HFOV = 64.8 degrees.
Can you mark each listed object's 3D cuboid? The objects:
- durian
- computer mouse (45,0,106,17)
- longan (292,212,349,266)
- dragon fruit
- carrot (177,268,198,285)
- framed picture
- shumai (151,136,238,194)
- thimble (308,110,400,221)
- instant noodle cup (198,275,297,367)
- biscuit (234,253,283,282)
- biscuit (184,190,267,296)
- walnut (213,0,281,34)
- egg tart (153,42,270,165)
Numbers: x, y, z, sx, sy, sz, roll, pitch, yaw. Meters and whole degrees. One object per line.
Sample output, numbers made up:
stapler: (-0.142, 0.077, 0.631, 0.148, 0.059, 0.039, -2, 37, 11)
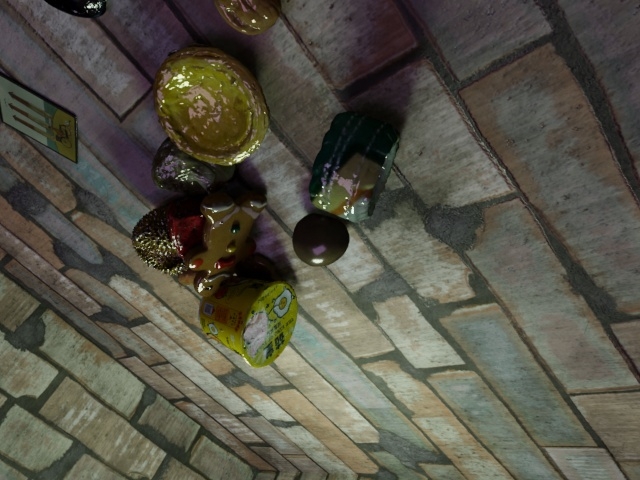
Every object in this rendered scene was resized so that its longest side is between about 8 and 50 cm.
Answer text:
durian: (-0.526, -0.010, 1.829, 0.292, 0.258, 0.258, 10, 138, 2)
computer mouse: (-0.679, -0.671, 1.323, 0.233, 0.096, 0.137, 29, 140, -4)
longan: (0.000, 0.000, 1.595, 0.189, 0.189, 0.189, 15, 138, 14)
dragon fruit: (-0.404, -0.049, 1.674, 0.152, 0.317, 0.205, 38, 122, 31)
carrot: (-0.458, 0.138, 2.028, 0.263, 0.102, 0.102, -1, 132, 34)
framed picture: (-1.015, -0.436, 1.812, 0.323, 0.013, 0.244, 29, 139, -3)
shumai: (-0.382, -0.216, 1.562, 0.218, 0.189, 0.256, 27, 145, 3)
thimble: (0.087, -0.182, 1.295, 0.167, 0.254, 0.288, 23, 166, 10)
instant noodle cup: (-0.275, 0.275, 1.868, 0.254, 0.325, 0.326, 15, 139, 31)
biscuit: (-0.274, 0.109, 1.944, 0.319, 0.047, 0.183, 21, 137, 7)
biscuit: (-0.310, 0.028, 1.667, 0.064, 0.283, 0.432, 41, 123, 29)
walnut: (-0.167, -0.548, 1.142, 0.166, 0.149, 0.166, 27, 173, 3)
egg tart: (-0.289, -0.372, 1.374, 0.345, 0.132, 0.345, 10, 129, 12)
